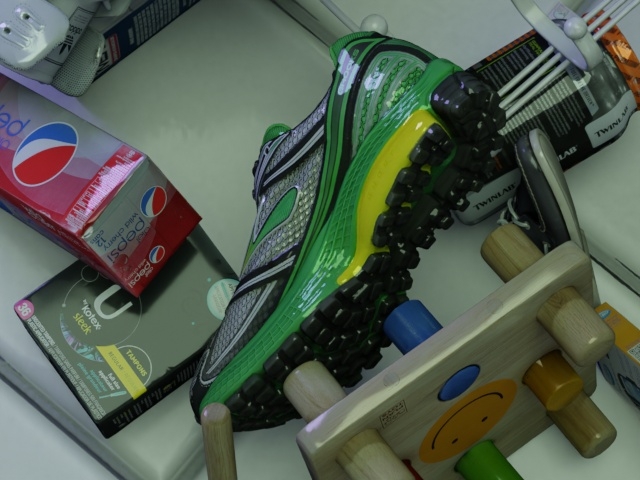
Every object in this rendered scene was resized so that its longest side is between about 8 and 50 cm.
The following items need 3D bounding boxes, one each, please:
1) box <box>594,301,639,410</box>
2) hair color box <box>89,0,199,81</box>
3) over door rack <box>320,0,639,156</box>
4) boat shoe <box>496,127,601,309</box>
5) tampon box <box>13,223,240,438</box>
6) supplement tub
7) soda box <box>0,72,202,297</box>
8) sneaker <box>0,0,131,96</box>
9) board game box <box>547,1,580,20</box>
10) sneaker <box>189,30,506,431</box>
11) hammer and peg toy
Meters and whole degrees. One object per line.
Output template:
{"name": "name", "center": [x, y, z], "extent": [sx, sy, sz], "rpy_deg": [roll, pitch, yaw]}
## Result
{"name": "box", "center": [0.260, 0.107, 1.475], "extent": [0.028, 0.081, 0.136], "rpy_deg": [-32, 39, -8]}
{"name": "hair color box", "center": [-0.132, -0.303, 1.564], "extent": [0.347, 0.105, 0.174], "rpy_deg": [-38, 83, -10]}
{"name": "over door rack", "center": [0.113, -0.238, 1.483], "extent": [0.239, 0.108, 0.324], "rpy_deg": [-40, 51, -6]}
{"name": "boat shoe", "center": [0.177, -0.006, 1.472], "extent": [0.065, 0.206, 0.075], "rpy_deg": [-15, 48, 10]}
{"name": "tampon box", "center": [-0.146, 0.062, 1.481], "extent": [0.161, 0.101, 0.120], "rpy_deg": [-36, 82, -10]}
{"name": "supplement tub", "center": [0.172, -0.106, 1.511], "extent": [0.190, 0.117, 0.117], "rpy_deg": [-31, 80, 3]}
{"name": "soda box", "center": [-0.217, -0.056, 1.447], "extent": [0.263, 0.092, 0.083], "rpy_deg": [30, 75, 41]}
{"name": "sneaker", "center": [-0.140, -0.213, 1.405], "extent": [0.365, 0.137, 0.210], "rpy_deg": [11, 87, 15]}
{"name": "board game box", "center": [0.215, -0.146, 1.586], "extent": [0.090, 0.020, 0.090], "rpy_deg": [38, 79, 6]}
{"name": "sneaker", "center": [0.000, 0.000, 1.388], "extent": [0.146, 0.134, 0.343], "rpy_deg": [40, 105, 32]}
{"name": "hammer and peg toy", "center": [0.063, 0.160, 1.388], "extent": [0.361, 0.266, 0.127], "rpy_deg": [-34, 62, -10]}
